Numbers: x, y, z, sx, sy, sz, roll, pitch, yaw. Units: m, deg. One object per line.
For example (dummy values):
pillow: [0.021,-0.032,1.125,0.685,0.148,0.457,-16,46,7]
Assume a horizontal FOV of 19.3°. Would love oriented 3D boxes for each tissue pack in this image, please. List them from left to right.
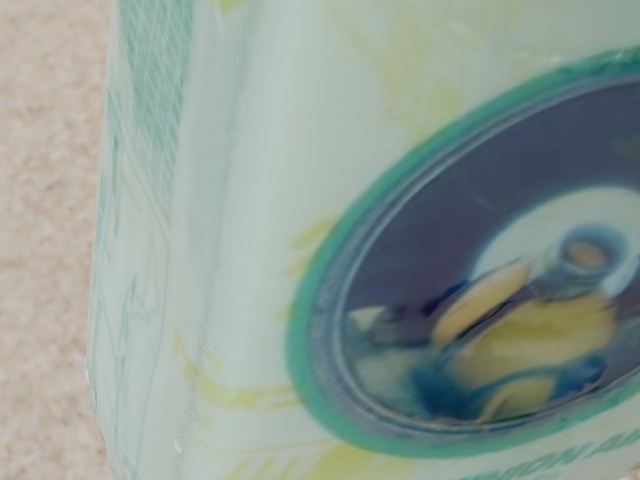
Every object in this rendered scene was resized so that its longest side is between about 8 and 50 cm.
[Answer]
tissue pack: [0.071,-0.063,0.656,0.287,0.388,0.162,-13,50,-21]
